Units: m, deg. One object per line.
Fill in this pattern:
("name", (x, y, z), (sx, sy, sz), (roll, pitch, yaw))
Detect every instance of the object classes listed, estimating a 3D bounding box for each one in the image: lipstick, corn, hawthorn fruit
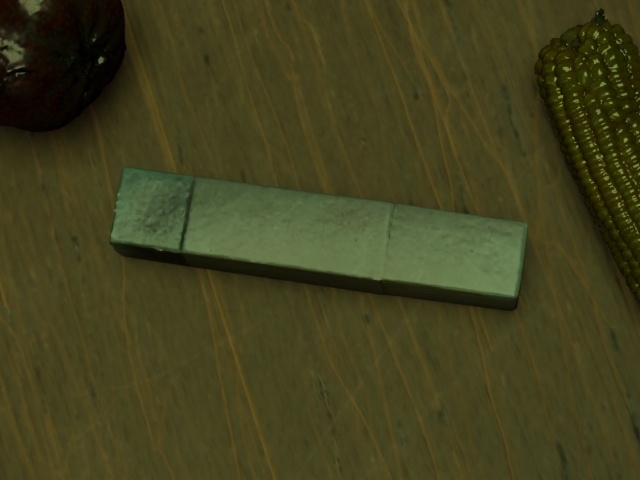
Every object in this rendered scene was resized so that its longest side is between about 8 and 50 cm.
("lipstick", (0.000, 0.000, 1.704), (0.371, 0.080, 0.076), (8, 78, 5))
("corn", (0.282, -0.051, 1.683), (0.102, 0.102, 0.313), (-21, 78, 0))
("hawthorn fruit", (-0.290, -0.203, 1.725), (0.235, 0.181, 0.181), (34, 83, 30))
